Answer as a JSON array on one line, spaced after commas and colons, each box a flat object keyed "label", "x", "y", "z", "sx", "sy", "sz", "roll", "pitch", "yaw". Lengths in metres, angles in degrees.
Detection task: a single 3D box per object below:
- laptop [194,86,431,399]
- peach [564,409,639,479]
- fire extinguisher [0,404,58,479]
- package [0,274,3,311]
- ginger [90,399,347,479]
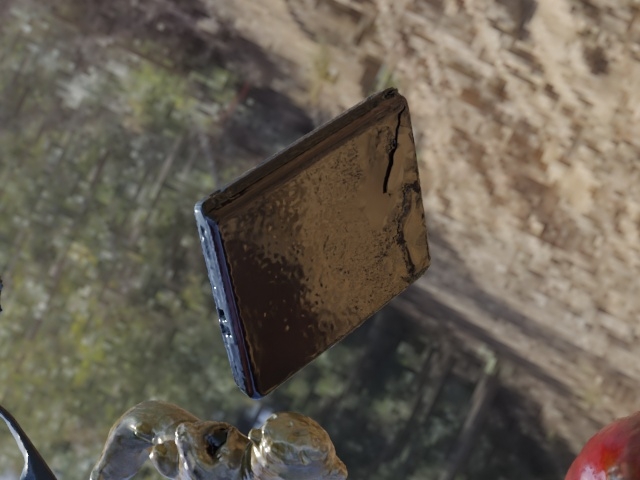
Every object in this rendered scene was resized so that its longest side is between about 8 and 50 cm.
[{"label": "laptop", "x": 0.000, "y": 0.000, "z": 1.098, "sx": 0.026, "sy": 0.154, "sz": 0.207, "roll": 13, "pitch": -145, "yaw": 40}, {"label": "peach", "x": 0.249, "y": 0.197, "z": 0.983, "sx": 0.196, "sy": 0.190, "sz": 0.226, "roll": 13, "pitch": -176, "yaw": 33}, {"label": "fire extinguisher", "x": -0.205, "y": 0.254, "z": 0.833, "sx": 0.138, "sy": 0.344, "sz": 0.102, "roll": 20, "pitch": 162, "yaw": -6}, {"label": "package", "x": -0.394, "y": 0.083, "z": 1.412, "sx": 0.204, "sy": 0.251, "sz": 0.062, "roll": 14, "pitch": -150, "yaw": 0}, {"label": "ginger", "x": -0.080, "y": 0.143, "z": 1.053, "sx": 0.089, "sy": 0.075, "sz": 0.288, "roll": 21, "pitch": 164, "yaw": -32}]
